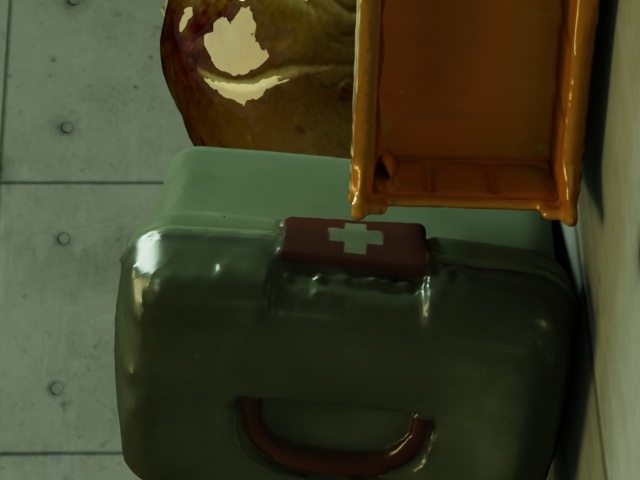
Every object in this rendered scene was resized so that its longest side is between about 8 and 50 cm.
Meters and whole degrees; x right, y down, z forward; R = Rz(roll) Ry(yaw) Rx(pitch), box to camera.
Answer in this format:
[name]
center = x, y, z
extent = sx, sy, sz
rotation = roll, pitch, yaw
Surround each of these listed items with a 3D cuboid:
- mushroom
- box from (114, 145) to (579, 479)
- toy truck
[mushroom]
center = 0.033, -0.137, 1.090
extent = 0.208, 0.233, 0.301
rotation = 41, -123, -48
[box]
center = 0.012, 0.043, 0.897
extent = 0.129, 0.210, 0.148
rotation = -84, -1, -55
[toy truck]
center = 0.064, -0.148, 0.793
extent = 0.135, 0.114, 0.270
rotation = -90, 1, -65
